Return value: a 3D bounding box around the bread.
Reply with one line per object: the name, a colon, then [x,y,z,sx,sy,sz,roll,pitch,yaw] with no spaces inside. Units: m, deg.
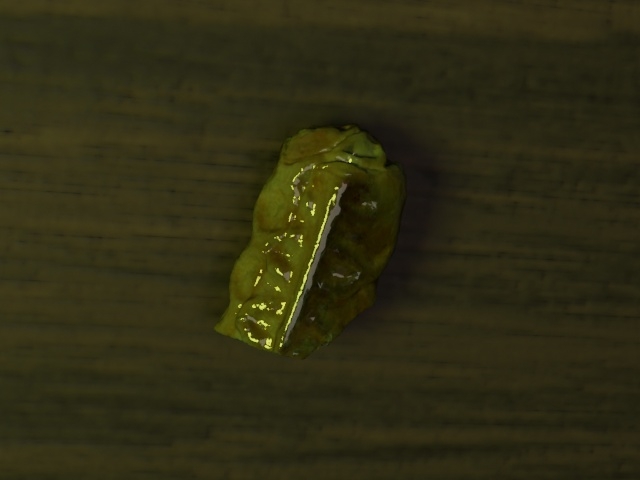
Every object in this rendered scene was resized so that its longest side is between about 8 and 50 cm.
bread: [0.000,0.000,0.838,0.066,0.060,0.110,21,96,6]
